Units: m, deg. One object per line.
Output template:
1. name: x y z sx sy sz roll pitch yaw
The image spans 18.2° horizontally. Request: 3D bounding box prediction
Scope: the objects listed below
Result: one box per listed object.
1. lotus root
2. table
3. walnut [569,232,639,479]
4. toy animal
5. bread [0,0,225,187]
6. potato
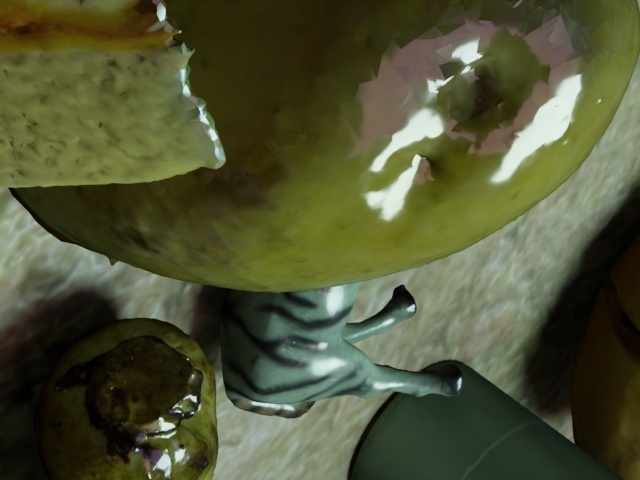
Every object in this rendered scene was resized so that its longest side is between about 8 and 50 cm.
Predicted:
1. lotus root: -0.098 0.119 1.066 0.108 0.094 0.190 -56 161 -31
2. table: 0.139 0.189 1.316 0.126 0.220 0.126 -35 144 -30
3. walnut: 0.304 0.054 1.437 0.336 0.209 0.209 -60 149 -15
4. toy animal: 0.016 -0.008 1.099 0.170 0.090 0.255 -18 127 -16
5. bread: -0.185 -0.073 0.626 0.163 0.264 0.167 -44 141 -19
6. potato: 0.013 -0.082 0.865 0.285 0.242 0.242 -7 127 -27
